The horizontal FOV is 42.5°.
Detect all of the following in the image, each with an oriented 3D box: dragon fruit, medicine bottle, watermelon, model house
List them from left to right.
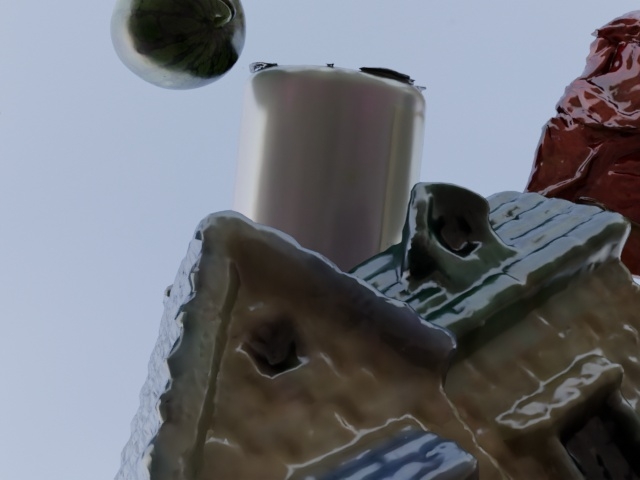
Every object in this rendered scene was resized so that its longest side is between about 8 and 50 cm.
[{"bbox_3d":[-0.140,-0.226,0.862,0.141,0.187,0.140,-9,-75,-36],"label":"watermelon"},{"bbox_3d":[0.000,0.000,0.936,0.214,0.213,0.378,6,-91,-7],"label":"medicine bottle"},{"bbox_3d":[0.058,0.135,0.598,0.445,0.395,0.400,-24,-108,-22],"label":"model house"},{"bbox_3d":[0.348,-0.106,0.948,0.302,0.240,0.330,0,-99,-18],"label":"dragon fruit"}]
